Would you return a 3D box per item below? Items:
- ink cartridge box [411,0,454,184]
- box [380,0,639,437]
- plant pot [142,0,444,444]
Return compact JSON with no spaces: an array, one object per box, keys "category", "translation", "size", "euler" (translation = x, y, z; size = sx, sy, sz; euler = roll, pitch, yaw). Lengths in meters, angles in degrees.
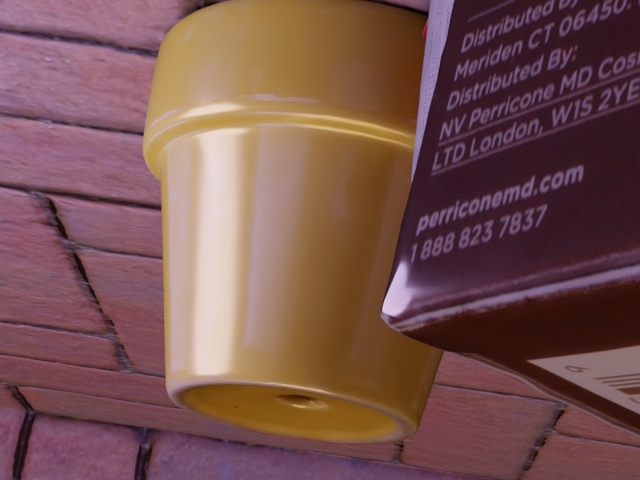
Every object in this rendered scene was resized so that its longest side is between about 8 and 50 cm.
[{"category":"ink cartridge box","translation":[0.214,-0.077,0.947],"size":[0.309,0.130,0.272],"euler":[7,168,-3]},{"category":"box","translation":[0.160,-0.127,0.432],"size":[0.191,0.381,0.143],"euler":[27,157,-27]},{"category":"plant pot","translation":[0.000,0.000,1.162],"size":[0.254,0.239,0.254],"euler":[7,163,2]}]
